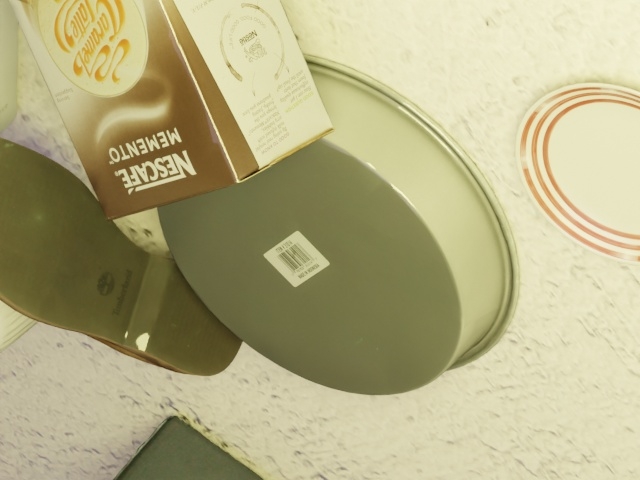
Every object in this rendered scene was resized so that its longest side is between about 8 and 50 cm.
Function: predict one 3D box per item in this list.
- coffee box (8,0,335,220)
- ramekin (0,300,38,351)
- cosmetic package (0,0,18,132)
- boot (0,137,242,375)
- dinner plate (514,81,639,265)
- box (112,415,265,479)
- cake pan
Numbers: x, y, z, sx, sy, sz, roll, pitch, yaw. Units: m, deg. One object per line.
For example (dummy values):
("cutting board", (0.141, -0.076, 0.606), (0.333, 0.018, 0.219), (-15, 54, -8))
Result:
("coffee box", (-0.112, -0.152, 1.131), (0.141, 0.098, 0.247), (-14, 104, 45))
("ramekin", (-0.314, 0.008, 1.483), (0.207, 0.109, 0.207), (21, 138, 21))
("cosmetic package", (-0.453, -0.224, 1.322), (0.453, 0.161, 0.230), (28, 140, 14))
("boot", (-0.204, 0.019, 1.360), (0.305, 0.112, 0.115), (36, 158, -35))
("dinner plate", (0.189, -0.043, 1.111), (0.141, 0.017, 0.141), (22, 139, 20))
("box", (-0.081, 0.495, 1.628), (0.480, 0.297, 0.472), (36, 143, 5))
("cake pan", (0.000, 0.000, 1.273), (0.293, 0.054, 0.293), (22, 138, 21))
